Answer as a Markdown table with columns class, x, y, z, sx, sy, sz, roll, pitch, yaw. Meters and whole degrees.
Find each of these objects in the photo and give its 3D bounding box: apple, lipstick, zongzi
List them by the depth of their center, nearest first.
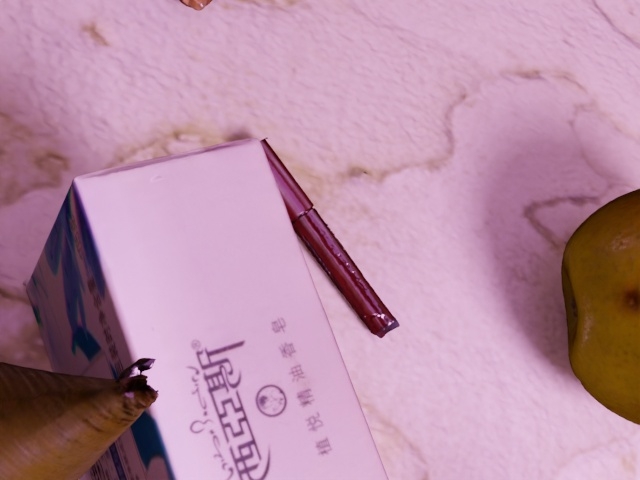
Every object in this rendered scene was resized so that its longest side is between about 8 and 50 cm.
| class | x | y | z | sx | sy | sz | roll | pitch | yaw |
| --- | --- | --- | --- | --- | --- | --- | --- | --- | --- |
| zongzi | -0.225 | 0.074 | 0.487 | 0.228 | 0.256 | 0.115 | 46 | 29 | 2 |
| lipstick | -0.001 | 0.000 | 0.725 | 0.027 | 0.027 | 0.176 | -36 | 89 | -28 |
| apple | 0.268 | 0.048 | 0.728 | 0.157 | 0.196 | 0.196 | -2 | 70 | 8 |

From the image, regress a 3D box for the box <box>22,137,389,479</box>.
| class | x | y | z | sx | sy | sz | roll | pitch | yaw |
| --- | --- | --- | --- | --- | --- | --- | --- | --- | --- |
| box | -0.069 | 0.109 | 0.556 | 0.116 | 0.203 | 0.274 | -16 | 79 | -27 |

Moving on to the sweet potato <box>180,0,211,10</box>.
| class | x | y | z | sx | sy | sz | roll | pitch | yaw |
| --- | --- | --- | --- | --- | --- | --- | --- | --- | --- |
| sweet potato | -0.094 | -0.265 | 0.765 | 0.056 | 0.056 | 0.194 | 6 | 65 | -20 |
